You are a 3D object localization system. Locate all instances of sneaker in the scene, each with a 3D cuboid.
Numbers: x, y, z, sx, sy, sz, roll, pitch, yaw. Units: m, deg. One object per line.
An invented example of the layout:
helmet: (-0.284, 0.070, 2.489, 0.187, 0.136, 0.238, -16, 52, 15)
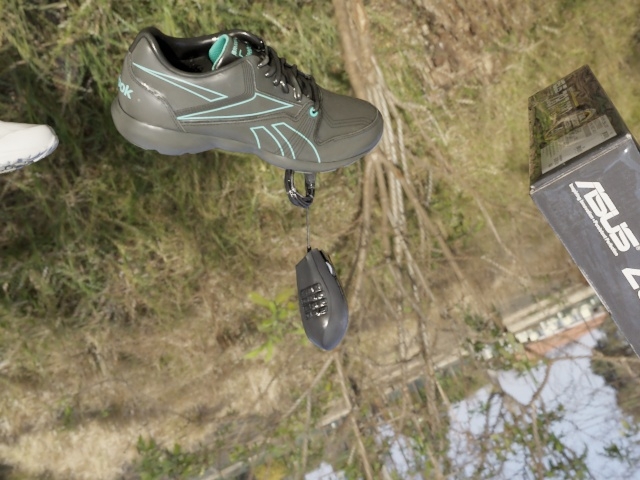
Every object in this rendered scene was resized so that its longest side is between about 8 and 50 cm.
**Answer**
sneaker: (-0.054, -0.132, 0.605, 0.268, 0.101, 0.106, 1, 134, -22)
sneaker: (-0.413, -0.128, 0.705, 0.232, 0.115, 0.090, -5, -176, -13)

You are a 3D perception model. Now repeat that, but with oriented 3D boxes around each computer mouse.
computer mouse: (0.000, 0.000, 0.715, 0.041, 0.242, 0.071, -13, 171, 31)

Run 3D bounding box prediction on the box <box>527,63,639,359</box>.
box: (0.334, -0.006, 0.675, 0.097, 0.318, 0.395, -30, -170, 25)
